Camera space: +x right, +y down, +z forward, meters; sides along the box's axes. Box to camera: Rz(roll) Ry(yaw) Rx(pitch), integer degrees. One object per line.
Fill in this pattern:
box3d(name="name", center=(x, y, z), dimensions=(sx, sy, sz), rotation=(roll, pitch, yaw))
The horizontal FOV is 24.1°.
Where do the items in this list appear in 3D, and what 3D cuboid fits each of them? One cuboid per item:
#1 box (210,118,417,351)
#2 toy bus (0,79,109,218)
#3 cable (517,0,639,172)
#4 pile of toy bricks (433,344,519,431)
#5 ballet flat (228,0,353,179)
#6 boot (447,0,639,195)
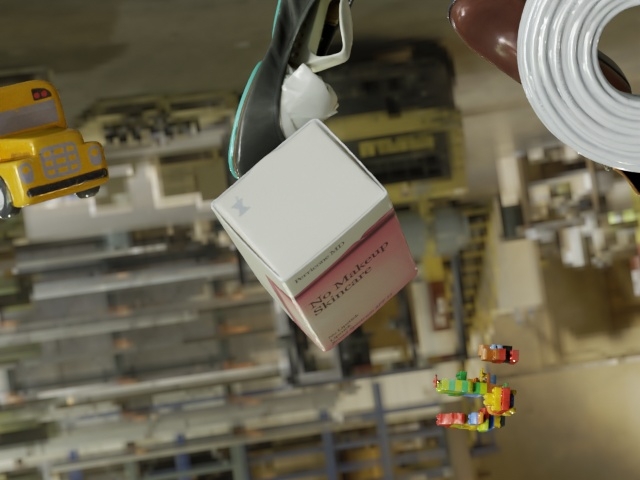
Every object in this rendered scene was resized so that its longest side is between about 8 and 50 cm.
box3d(name="box", center=(0.000, 0.000, 1.628), dimensions=(0.148, 0.127, 0.232), rotation=(-40, 156, -6))
box3d(name="toy bus", center=(-0.356, -0.095, 1.611), dimensions=(0.108, 0.130, 0.332), rotation=(-18, -171, -35))
box3d(name="cable", center=(0.326, -0.194, 1.487), dimensions=(0.257, 0.257, 0.089), rotation=(34, -166, -5))
box3d(name="pile of toy bricks", center=(0.209, 0.209, 2.123), dimensions=(0.105, 0.118, 0.212), rotation=(5, 165, -5))
box3d(name="ballet flat", center=(-0.023, -0.191, 1.662), dimensions=(0.096, 0.281, 0.095), rotation=(5, 159, 27))
box3d(name="boot", center=(0.268, -0.174, 1.762), dimensions=(0.096, 0.264, 0.280), rotation=(-47, -162, 25))
